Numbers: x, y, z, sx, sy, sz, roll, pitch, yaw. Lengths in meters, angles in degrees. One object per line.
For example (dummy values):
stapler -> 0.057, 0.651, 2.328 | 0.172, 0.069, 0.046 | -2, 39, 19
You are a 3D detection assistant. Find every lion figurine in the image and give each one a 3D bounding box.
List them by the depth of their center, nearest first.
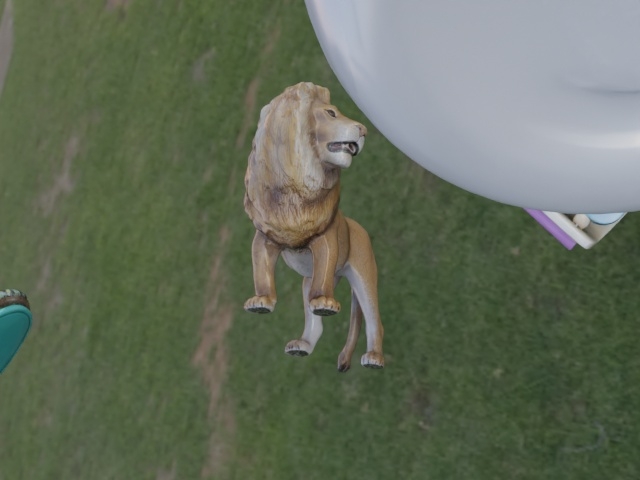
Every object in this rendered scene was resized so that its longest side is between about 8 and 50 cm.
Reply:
lion figurine -> 0.000, 0.000, 1.267 | 0.392, 0.142, 0.240 | 70, -160, -65

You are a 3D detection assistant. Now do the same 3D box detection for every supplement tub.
supplement tub -> 0.087, -0.188, 0.450 | 0.235, 0.235, 0.325 | -60, 25, 29

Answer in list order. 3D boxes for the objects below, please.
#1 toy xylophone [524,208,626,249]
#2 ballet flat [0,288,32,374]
toy xylophone -> 0.315, -0.116, 0.936 | 0.323, 0.236, 0.081 | -55, -13, -1
ballet flat -> -0.232, 0.088, 0.567 | 0.188, 0.070, 0.070 | -51, 27, -3
